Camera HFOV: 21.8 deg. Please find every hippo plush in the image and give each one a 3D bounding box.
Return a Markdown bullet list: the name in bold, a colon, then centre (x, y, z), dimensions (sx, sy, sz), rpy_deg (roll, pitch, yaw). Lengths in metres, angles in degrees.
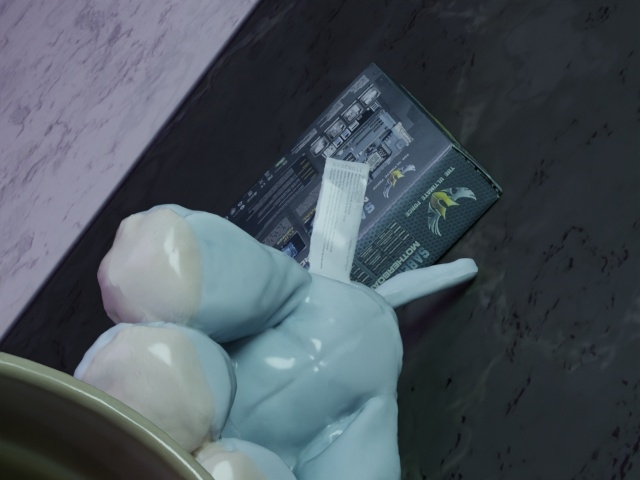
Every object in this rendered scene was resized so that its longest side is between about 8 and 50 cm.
- **hippo plush**: centre (-0.086, 0.100, 0.964), dimensions (0.237, 0.234, 0.294), rpy_deg (-27, 35, 37)

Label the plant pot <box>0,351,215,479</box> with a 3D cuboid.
- **plant pot**: centre (-0.204, 0.254, 0.753), dimensions (0.280, 0.323, 0.323), rpy_deg (-55, 17, 43)

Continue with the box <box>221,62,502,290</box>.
- **box**: centre (0.000, 0.000, 1.155), dimensions (0.232, 0.059, 0.183), rpy_deg (-46, 26, 6)
